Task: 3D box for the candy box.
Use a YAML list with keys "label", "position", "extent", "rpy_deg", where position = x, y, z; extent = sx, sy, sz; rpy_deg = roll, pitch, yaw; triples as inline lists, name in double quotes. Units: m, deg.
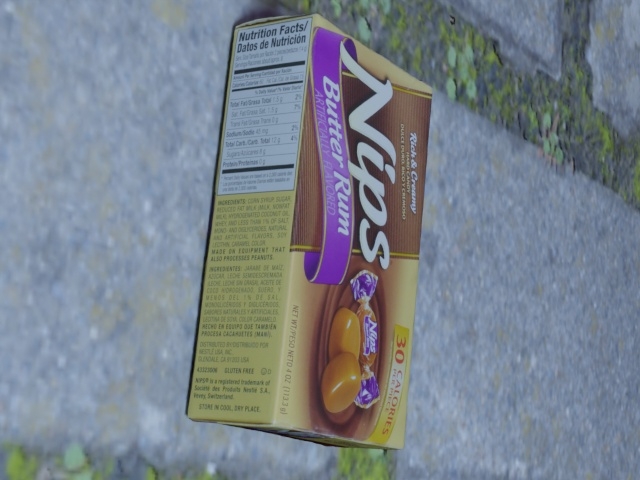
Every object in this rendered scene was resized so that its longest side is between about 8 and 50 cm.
- label: "candy box"
  position: [0.000, 0.000, 0.625]
  extent: [0.109, 0.053, 0.186]
  rpy_deg: [22, 71, -52]
